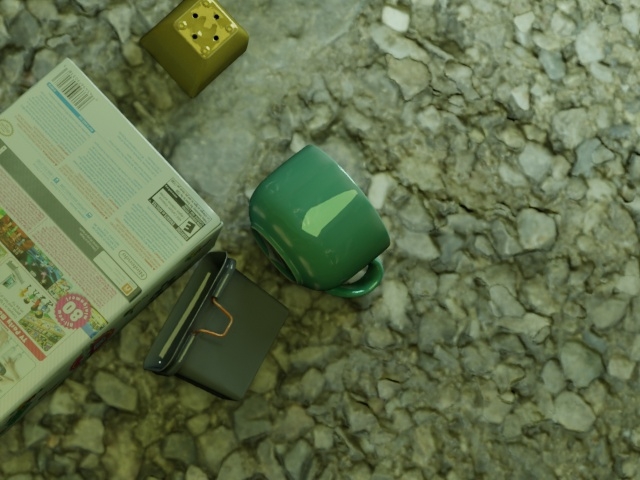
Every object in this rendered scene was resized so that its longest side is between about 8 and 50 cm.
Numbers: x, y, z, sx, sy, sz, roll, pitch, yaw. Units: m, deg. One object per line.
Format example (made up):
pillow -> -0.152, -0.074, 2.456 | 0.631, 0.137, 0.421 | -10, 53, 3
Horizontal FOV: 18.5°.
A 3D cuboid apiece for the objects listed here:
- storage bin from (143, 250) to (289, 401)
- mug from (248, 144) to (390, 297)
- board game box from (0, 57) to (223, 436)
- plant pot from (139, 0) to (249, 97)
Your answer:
storage bin -> -0.095, 0.090, 1.928 | 0.091, 0.098, 0.135 | 32, 78, -18
mug -> -0.001, -0.004, 1.936 | 0.097, 0.129, 0.158 | -39, 93, -11
board game box -> -0.279, 0.012, 1.879 | 0.303, 0.097, 0.224 | -42, 86, -15
plant pot -> -0.120, -0.204, 1.956 | 0.081, 0.083, 0.081 | -44, 94, -14
